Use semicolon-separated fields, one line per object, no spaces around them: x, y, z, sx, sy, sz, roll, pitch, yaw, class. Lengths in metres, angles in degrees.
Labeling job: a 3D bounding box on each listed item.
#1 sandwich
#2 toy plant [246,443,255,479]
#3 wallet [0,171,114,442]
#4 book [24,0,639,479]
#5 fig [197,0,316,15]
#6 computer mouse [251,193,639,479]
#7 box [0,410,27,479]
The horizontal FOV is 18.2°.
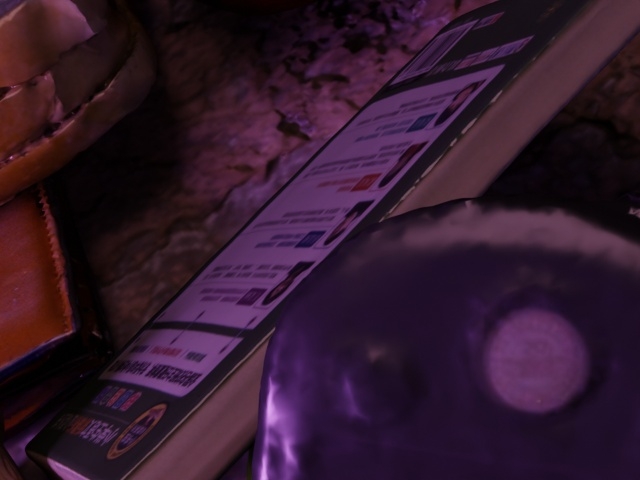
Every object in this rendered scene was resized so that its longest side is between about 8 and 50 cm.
-0.229;-0.078;0.967;0.301;0.099;0.271;-29;29;5;sandwich
0.008;0.104;0.693;0.092;0.093;0.162;2;50;32;toy plant
-0.188;0.050;0.898;0.195;0.042;0.161;-32;38;6;wallet
0.000;0.000;0.763;0.264;0.027;0.202;-46;12;-13;book
0.028;-0.211;0.915;0.290;0.191;0.191;-14;45;1;fig
0.063;0.121;0.575;0.170;0.100;0.269;9;94;22;computer mouse
-0.183;0.129;0.777;0.111;0.111;0.177;27;68;43;box
